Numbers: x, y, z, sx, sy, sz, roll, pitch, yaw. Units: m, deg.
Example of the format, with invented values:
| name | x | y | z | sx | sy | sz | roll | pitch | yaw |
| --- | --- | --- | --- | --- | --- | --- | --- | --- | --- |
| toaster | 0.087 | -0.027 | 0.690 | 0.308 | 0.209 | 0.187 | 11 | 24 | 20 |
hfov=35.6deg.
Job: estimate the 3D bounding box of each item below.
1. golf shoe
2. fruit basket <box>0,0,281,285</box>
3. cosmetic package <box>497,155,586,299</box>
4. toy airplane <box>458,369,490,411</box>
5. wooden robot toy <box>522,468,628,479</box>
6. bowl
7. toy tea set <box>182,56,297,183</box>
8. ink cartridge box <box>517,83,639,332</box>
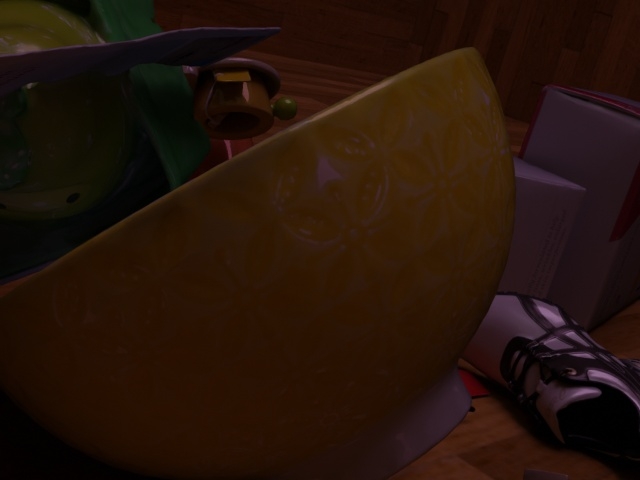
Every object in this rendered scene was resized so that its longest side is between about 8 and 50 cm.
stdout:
| name | x | y | z | sx | sy | sz | roll | pitch | yaw |
| --- | --- | --- | --- | --- | --- | --- | --- | --- | --- |
| golf shoe | 0.168 | 0.095 | 0.722 | 0.198 | 0.077 | 0.094 | 24 | 18 | 28 |
| fruit basket | -0.215 | -0.021 | 0.469 | 0.327 | 0.165 | 0.353 | -19 | 13 | 23 |
| cosmetic package | 0.113 | -0.018 | 0.936 | 0.151 | 0.151 | 0.184 | 6 | 18 | -36 |
| toy airplane | 0.056 | 0.086 | 0.732 | 0.151 | 0.028 | 0.151 | 17 | 13 | -4 |
| wooden robot toy | 0.171 | 0.168 | 0.479 | 0.079 | 0.076 | 0.173 | 20 | 11 | -33 |
| bowl | -0.011 | 0.042 | 0.508 | 0.156 | 0.289 | 0.289 | 60 | 19 | -1 |
| toy tea set | -0.188 | -0.059 | 0.860 | 0.336 | 0.124 | 0.200 | -4 | -18 | -5 |
| ink cartridge box | 0.303 | -0.042 | 1.084 | 0.131 | 0.226 | 0.306 | 24 | 17 | 26 |
